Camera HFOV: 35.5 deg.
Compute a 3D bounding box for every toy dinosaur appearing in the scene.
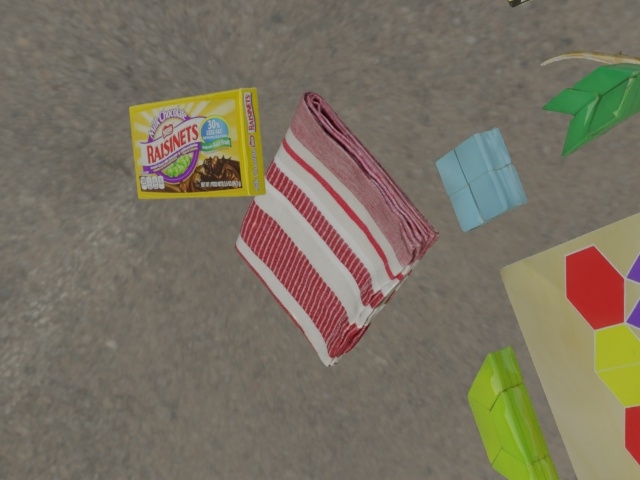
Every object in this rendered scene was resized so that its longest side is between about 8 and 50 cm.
[{"bbox_3d":[0.277,-0.141,0.843,0.183,0.092,0.053,26,126,-8],"label":"toy dinosaur"}]

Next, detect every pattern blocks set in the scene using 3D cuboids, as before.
[{"bbox_3d":[0.161,0.081,0.479,0.026,0.285,0.324,-17,91,-26],"label":"pattern blocks set"}]

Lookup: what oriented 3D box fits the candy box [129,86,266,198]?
[{"bbox_3d":[-0.131,-0.096,1.031,0.027,0.206,0.105,-7,95,-41],"label":"candy box"}]

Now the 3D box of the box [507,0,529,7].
[{"bbox_3d":[0.206,-0.384,1.157,0.058,0.087,0.232,-22,139,14],"label":"box"}]

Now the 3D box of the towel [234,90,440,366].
[{"bbox_3d":[0.000,0.000,1.268,0.037,0.329,0.237,-28,71,-35],"label":"towel"}]
